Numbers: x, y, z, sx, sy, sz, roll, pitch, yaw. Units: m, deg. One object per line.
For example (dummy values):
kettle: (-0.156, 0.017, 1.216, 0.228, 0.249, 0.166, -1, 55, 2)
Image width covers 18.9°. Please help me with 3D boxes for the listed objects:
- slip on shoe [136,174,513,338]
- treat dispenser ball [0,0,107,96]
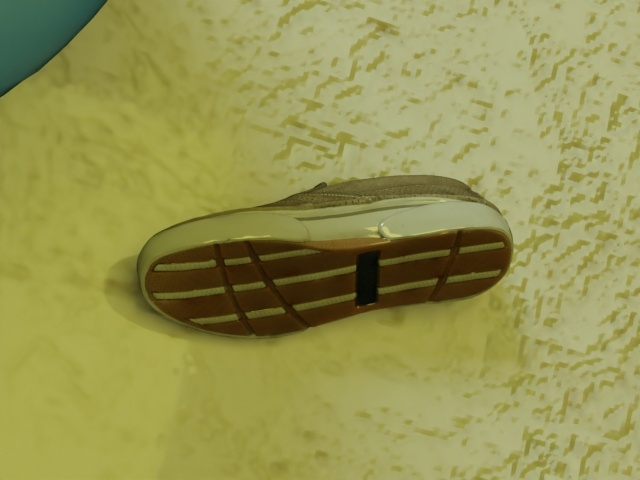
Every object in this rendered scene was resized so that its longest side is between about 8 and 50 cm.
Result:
slip on shoe: (0.000, 0.000, 0.680, 0.135, 0.051, 0.041, -8, 42, -14)
treat dispenser ball: (-0.168, -0.158, 0.512, 0.288, 0.288, 0.288, 4, 78, -20)
